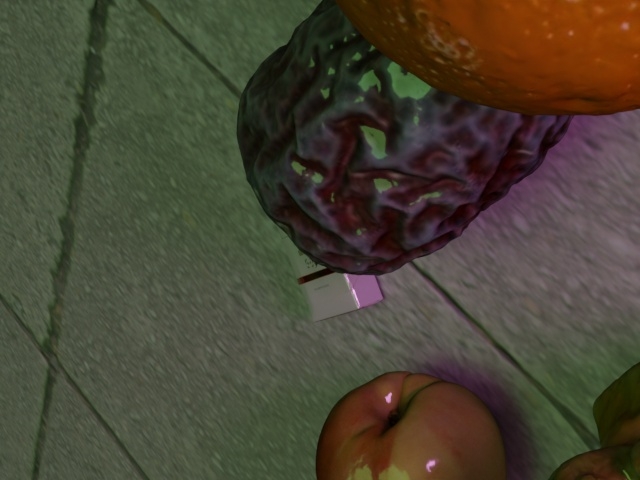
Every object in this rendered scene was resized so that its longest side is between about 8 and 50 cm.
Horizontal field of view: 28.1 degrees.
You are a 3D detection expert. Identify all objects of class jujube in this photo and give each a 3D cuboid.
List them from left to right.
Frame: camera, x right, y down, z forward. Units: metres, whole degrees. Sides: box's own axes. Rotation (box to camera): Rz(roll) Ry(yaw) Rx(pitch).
[{"bbox_3d":[0.067,-0.105,1.015,0.317,0.226,0.226,-36,78,47],"label":"jujube"}]

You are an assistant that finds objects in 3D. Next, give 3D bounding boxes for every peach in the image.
[{"bbox_3d":[0.084,0.214,1.173,0.184,0.184,0.184,26,126,42],"label":"peach"}]

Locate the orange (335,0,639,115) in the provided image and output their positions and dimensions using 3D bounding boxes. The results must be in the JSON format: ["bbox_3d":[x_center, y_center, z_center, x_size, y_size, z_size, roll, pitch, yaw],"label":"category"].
[{"bbox_3d":[0.155,-0.224,0.740,0.340,0.341,0.293,-4,133,52],"label":"orange"}]

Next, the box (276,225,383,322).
[{"bbox_3d":[0.000,0.000,1.282,0.084,0.040,0.154,-21,91,51],"label":"box"}]

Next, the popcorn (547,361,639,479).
[{"bbox_3d":[0.275,0.182,0.845,0.276,0.276,0.225,21,134,45],"label":"popcorn"}]
